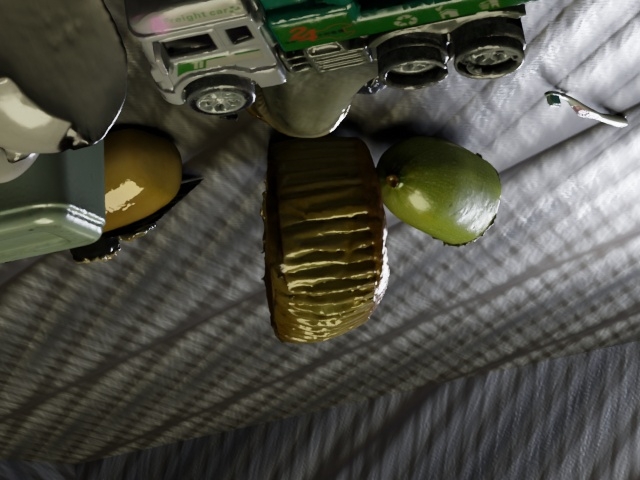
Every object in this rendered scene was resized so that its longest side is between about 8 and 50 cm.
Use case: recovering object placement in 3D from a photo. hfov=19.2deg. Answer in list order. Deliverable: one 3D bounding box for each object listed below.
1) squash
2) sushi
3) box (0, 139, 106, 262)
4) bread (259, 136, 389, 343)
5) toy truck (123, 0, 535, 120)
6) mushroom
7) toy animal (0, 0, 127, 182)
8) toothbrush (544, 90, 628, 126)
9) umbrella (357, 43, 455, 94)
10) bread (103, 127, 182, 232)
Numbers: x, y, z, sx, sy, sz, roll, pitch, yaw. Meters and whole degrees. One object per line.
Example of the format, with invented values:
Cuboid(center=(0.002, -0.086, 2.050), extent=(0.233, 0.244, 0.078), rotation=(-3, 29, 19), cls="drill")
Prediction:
Cuboid(center=(0.127, -0.066, 2.255), extent=(0.123, 0.123, 0.186), rotation=(-15, 162, 29), cls="squash")
Cuboid(center=(-0.244, -0.008, 2.248), extent=(0.192, 0.040, 0.210), rotation=(-13, -166, 21), cls="sushi")
Cuboid(center=(-0.356, -0.070, 1.849), extent=(0.312, 0.182, 0.175), rotation=(-11, 166, 18), cls="box")
Cuboid(center=(0.000, 0.000, 2.221), extent=(0.142, 0.227, 0.253), rotation=(-9, 160, -5), cls="bread")
Cuboid(center=(0.019, -0.221, 1.493), extent=(0.363, 0.176, 0.178), rotation=(-12, 157, 14), cls="toy truck")
Cuboid(center=(0.004, -0.165, 1.743), extent=(0.122, 0.159, 0.329), rotation=(-48, 178, -14), cls="mushroom")
Cuboid(center=(-0.294, -0.140, 1.625), extent=(0.235, 0.165, 0.187), rotation=(-18, 140, 36), cls="toy animal")
Cuboid(center=(0.310, -0.153, 2.201), extent=(0.017, 0.022, 0.204), rotation=(-13, 168, 32), cls="toothbrush")
Cuboid(center=(0.057, -0.174, 1.883), extent=(0.071, 0.071, 0.248), rotation=(2, 162, -33), cls="umbrella")
Cuboid(center=(-0.262, -0.056, 2.137), extent=(0.217, 0.098, 0.147), rotation=(-12, 169, 23), cls="bread")
